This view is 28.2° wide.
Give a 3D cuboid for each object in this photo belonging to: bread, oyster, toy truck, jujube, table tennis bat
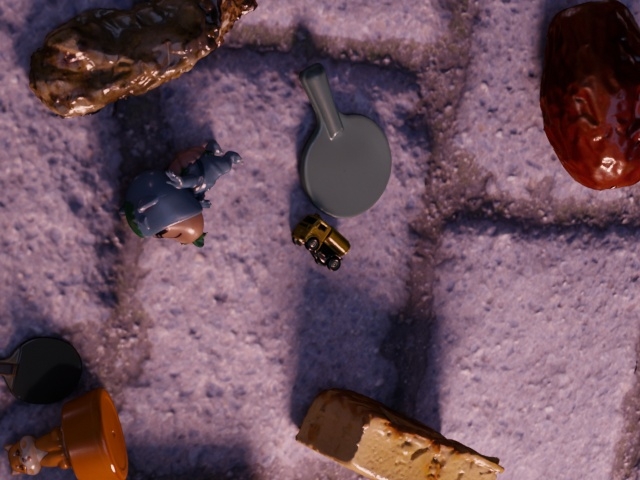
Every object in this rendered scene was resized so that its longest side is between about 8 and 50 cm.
[{"bbox_3d":[0.118,0.318,1.934,0.274,0.184,0.114,26,83,-29],"label":"bread"},{"bbox_3d":[-0.225,-0.269,1.687,0.345,0.078,0.129,-27,104,-17],"label":"oyster"},{"bbox_3d":[0.000,0.000,1.874,0.083,0.049,0.054,42,80,-30],"label":"toy truck"},{"bbox_3d":[0.435,-0.224,1.977,0.197,0.197,0.290,-11,92,-25],"label":"jujube"},{"bbox_3d":[0.025,-0.145,1.862,0.153,0.040,0.244,-32,118,-19],"label":"table tennis bat"},{"bbox_3d":[-0.398,0.174,1.724,0.158,0.014,0.095,9,98,-31],"label":"table tennis bat"}]

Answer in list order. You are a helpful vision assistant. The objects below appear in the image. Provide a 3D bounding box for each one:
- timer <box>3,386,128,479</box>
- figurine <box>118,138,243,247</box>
[{"bbox_3d":[-0.352,0.281,1.728,0.152,0.132,0.132,-15,110,0],"label":"timer"},{"bbox_3d":[-0.179,-0.055,1.740,0.178,0.114,0.144,-43,119,-22],"label":"figurine"}]
